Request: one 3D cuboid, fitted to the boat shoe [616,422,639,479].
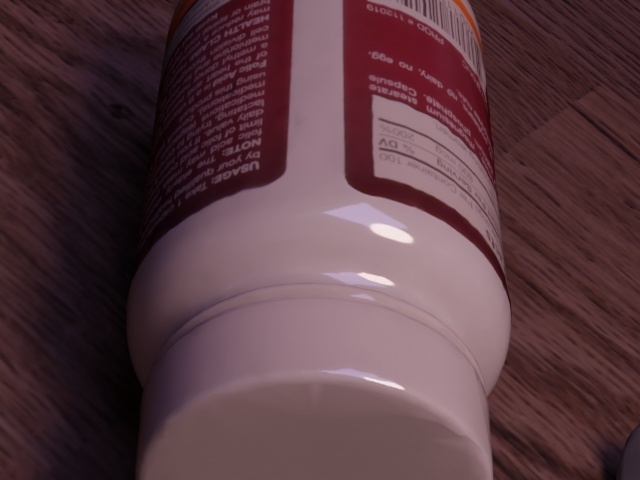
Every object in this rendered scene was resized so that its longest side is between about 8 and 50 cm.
[{"bbox_3d":[0.341,0.241,0.965,0.156,0.136,0.367,11,23,-34],"label":"boat shoe"}]

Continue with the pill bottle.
[{"bbox_3d":[0.000,0.000,0.955,0.224,0.224,0.392,18,41,-14],"label":"pill bottle"}]
